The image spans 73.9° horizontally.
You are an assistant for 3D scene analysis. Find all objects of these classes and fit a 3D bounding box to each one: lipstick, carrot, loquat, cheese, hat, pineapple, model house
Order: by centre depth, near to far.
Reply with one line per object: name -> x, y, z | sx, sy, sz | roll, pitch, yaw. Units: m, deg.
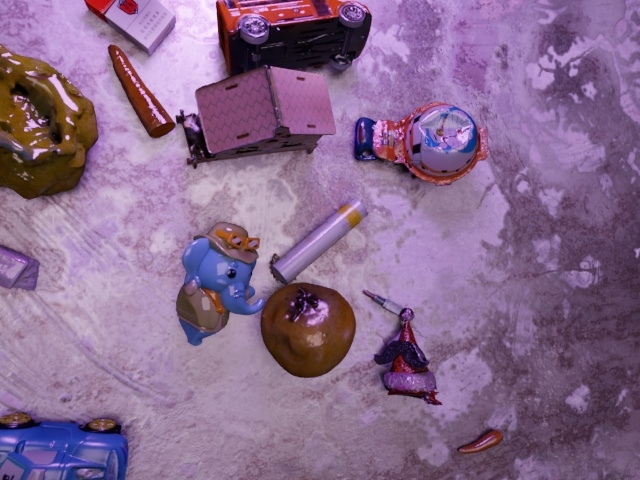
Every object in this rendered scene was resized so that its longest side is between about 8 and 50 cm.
model house -> -0.131, -0.265, 0.882 | 0.326, 0.244, 0.169 | -10, 95, -15
carrot -> -0.390, -0.323, 0.902 | 0.061, 0.061, 0.209 | -33, 94, -14
loquat -> -0.026, 0.185, 0.932 | 0.213, 0.213, 0.213 | 0, 90, -17
lipstick -> 0.000, 0.000, 1.002 | 0.264, 0.059, 0.059 | -40, 100, -18
pineapple -> -0.095, 0.072, 1.003 | 0.045, 0.019, 0.083 | -38, 103, -17
hat -> 0.223, 0.279, 1.051 | 0.129, 0.140, 0.227 | 9, 74, -27
cheese -> 0.249, -0.243, 1.055 | 0.330, 0.129, 0.216 | 4, 83, 1
lipstick -> 0.155, 0.154, 1.075 | 0.107, 0.025, 0.025 | 29, 82, -8
carrot -> 0.440, 0.551, 1.155 | 0.142, 0.035, 0.035 | -18, 95, -12

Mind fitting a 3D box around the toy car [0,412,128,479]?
toy car -> -0.530, 0.447, 0.799 | 0.314, 0.166, 0.198 | 12, 83, -16

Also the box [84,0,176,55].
box -> -0.400, -0.486, 0.903 | 0.152, 0.048, 0.100 | 36, 78, -15

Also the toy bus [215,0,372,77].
toy bus -> -0.058, -0.468, 0.952 | 0.329, 0.143, 0.153 | -16, 70, -15

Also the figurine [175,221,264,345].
figurine -> -0.214, 0.090, 0.917 | 0.180, 0.154, 0.261 | 2, 106, -25

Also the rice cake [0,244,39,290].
rice cake -> -0.718, -0.007, 0.799 | 0.365, 0.056, 0.072 | 31, 83, -14

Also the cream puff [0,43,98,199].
cream puff -> -0.560, -0.216, 0.783 | 0.282, 0.185, 0.281 | 0, 92, -14
